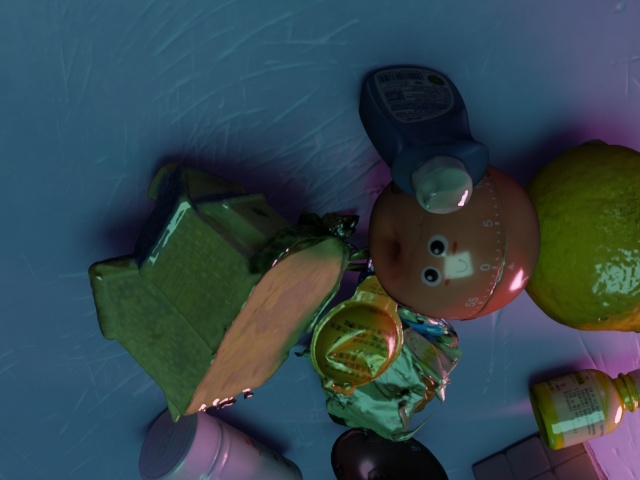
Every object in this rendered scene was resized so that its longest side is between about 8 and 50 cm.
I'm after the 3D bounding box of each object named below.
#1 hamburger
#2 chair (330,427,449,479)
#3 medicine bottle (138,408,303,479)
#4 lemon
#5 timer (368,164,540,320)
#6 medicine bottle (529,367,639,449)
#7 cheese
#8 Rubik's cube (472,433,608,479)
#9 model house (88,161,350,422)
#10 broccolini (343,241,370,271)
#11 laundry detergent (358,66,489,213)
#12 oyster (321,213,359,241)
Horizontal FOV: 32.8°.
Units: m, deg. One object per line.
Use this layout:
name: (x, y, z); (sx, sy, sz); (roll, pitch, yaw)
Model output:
hamburger: (0.115, 0.233, 1.791); (0.260, 0.150, 0.276); (-20, 129, 6)
chair: (0.057, 0.551, 1.974); (0.226, 0.227, 0.401); (12, 124, -20)
medicine bottle: (-0.168, 0.395, 1.852); (0.152, 0.152, 0.254); (-41, 124, 18)
lemon: (0.414, 0.000, 1.600); (0.293, 0.293, 0.293); (-6, 127, -8)
timer: (0.185, -0.001, 1.526); (0.214, 0.230, 0.230); (-2, 127, -18)
medicine bottle: (0.489, 0.285, 1.925); (0.212, 0.122, 0.122); (-17, 128, 1)
cheese: (0.071, 0.122, 1.653); (0.156, 0.064, 0.250); (17, 104, -26)
Rubik's cube: (0.442, 0.513, 2.024); (0.224, 0.221, 0.231); (-28, 127, 10)
model house: (-0.151, 0.045, 1.548); (0.261, 0.266, 0.321); (-13, 138, -60)
broccolini: (0.044, 0.057, 1.678); (0.271, 0.062, 0.123); (-27, 129, -3)
laundry detergent: (0.141, -0.126, 1.435); (0.143, 0.290, 0.094); (4, 126, -12)
oyster: (0.000, 0.001, 1.666); (0.086, 0.029, 0.132); (16, 122, -22)
